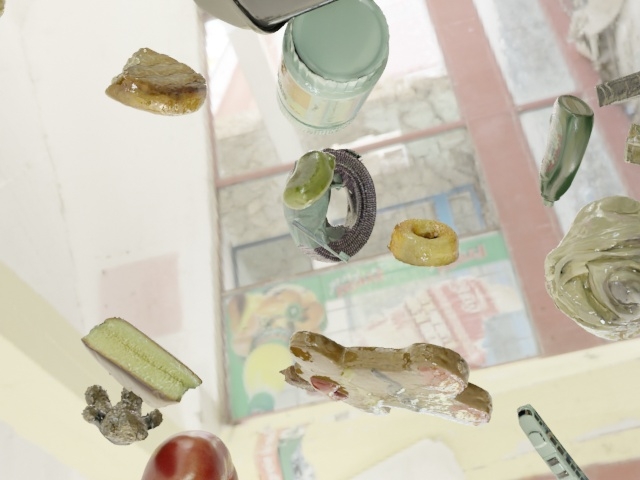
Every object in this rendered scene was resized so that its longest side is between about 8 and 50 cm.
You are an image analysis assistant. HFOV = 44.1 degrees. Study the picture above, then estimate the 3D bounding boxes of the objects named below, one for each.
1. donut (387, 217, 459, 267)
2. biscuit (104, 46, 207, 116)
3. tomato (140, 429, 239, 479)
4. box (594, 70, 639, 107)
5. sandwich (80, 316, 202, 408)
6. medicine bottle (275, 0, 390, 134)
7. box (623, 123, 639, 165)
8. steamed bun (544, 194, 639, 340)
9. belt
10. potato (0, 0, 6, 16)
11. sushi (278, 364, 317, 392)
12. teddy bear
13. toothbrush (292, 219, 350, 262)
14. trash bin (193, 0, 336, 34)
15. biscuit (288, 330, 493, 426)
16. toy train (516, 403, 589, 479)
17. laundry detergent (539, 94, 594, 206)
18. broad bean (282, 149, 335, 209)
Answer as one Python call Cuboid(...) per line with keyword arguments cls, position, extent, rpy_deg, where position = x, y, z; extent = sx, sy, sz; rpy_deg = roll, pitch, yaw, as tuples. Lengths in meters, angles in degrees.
Cuboid(cls="donut", position=(0.248, 0.001, 1.884), extent=(0.190, 0.174, 0.074), rpy_deg=(-61, -22, -70))
Cuboid(cls="biscuit", position=(-0.364, -0.349, 1.786), extent=(0.274, 0.213, 0.091), rpy_deg=(-79, 10, -67))
Cuboid(cls="tomato", position=(-0.313, 0.602, 1.884), extent=(0.298, 0.227, 0.298), rpy_deg=(-16, -90, -86))
Cuboid(cls="box", position=(0.772, -0.343, 1.637), extent=(0.211, 0.350, 0.058), rpy_deg=(-173, 71, -77))
Cuboid(cls="sandwich", position=(-0.308, 0.225, 1.398), extent=(0.090, 0.245, 0.088), rpy_deg=(-47, -30, -27))
Cuboid(cls="medicine bottle", position=(0.013, -0.271, 1.231), extent=(0.318, 0.158, 0.158), rpy_deg=(149, 108, -83))
Cuboid(cls="box", position=(0.594, -0.174, 1.455), extent=(0.044, 0.062, 0.098), rpy_deg=(-69, -20, -12))
Cuboid(cls="steamed bun", position=(0.608, 0.067, 1.565), extent=(0.268, 0.280, 0.207), rpy_deg=(34, -165, -16))
Cuboid(cls="belt", position=(0.026, -0.098, 2.226), extent=(0.122, 0.260, 0.324), rpy_deg=(177, 94, -66))
Cuboid(cls="potato", position=(-0.615, -0.429, 1.422), extent=(0.080, 0.107, 0.170), rpy_deg=(59, -174, -51))
Cuboid(cls="sushi", position=(-0.053, 0.363, 2.065), extent=(0.061, 0.118, 0.060), rpy_deg=(-46, -17, -37))
Cuboid(cls="teddy bear", position=(-0.460, 0.417, 1.836), extent=(0.251, 0.182, 0.129), rpy_deg=(-160, 65, -70))
Cuboid(cls="toothbrush", position=(0.000, 0.000, 2.006), extent=(0.220, 0.019, 0.016), rpy_deg=(35, 179, 39))
Cuboid(cls="trash bin", position=(-0.023, -0.381, 0.967), extent=(0.182, 0.291, 0.209), rpy_deg=(50, -127, -34))
Cuboid(cls="biscuit", position=(0.142, 0.301, 1.619), extent=(0.368, 0.394, 0.076), rpy_deg=(51, -131, -48))
Cuboid(cls="toy train", position=(0.463, 0.422, 1.582), extent=(0.207, 0.043, 0.047), rpy_deg=(54, -141, 7))
Cuboid(cls="laundry detergent", position=(0.463, -0.166, 1.522), extent=(0.137, 0.063, 0.210), rpy_deg=(-95, 9, -57))
Cuboid(cls="broad bean", position=(-0.022, -0.150, 1.948), extent=(0.082, 0.125, 0.174), rpy_deg=(44, -129, -36))
